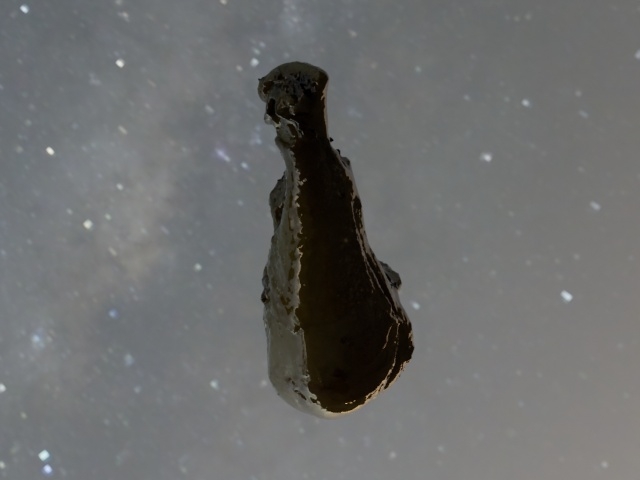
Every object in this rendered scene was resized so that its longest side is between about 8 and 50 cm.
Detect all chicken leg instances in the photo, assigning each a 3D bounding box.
[{"bbox_3d":[0.000,0.000,0.624,0.070,0.093,0.178,-7,-56,7],"label":"chicken leg"}]
